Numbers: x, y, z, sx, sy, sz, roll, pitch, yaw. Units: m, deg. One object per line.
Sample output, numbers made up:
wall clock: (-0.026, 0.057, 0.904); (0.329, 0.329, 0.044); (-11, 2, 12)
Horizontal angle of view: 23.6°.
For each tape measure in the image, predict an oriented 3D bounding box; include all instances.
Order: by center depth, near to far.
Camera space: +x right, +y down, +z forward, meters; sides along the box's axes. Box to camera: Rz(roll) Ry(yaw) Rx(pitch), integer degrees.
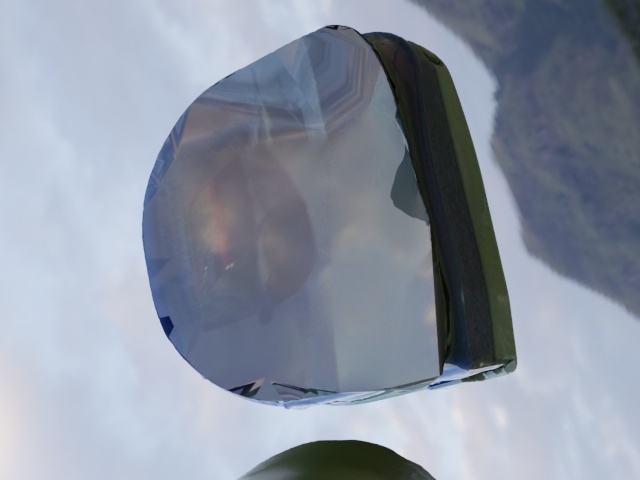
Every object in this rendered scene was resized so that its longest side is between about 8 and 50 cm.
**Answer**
tape measure: (0.002, 0.000, 1.123); (0.138, 0.262, 0.259); (5, -110, -54)

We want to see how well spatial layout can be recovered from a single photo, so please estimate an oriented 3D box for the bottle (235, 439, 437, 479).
bottle: (-0.002, 0.131, 0.525); (0.260, 0.112, 0.112); (29, -142, -83)
